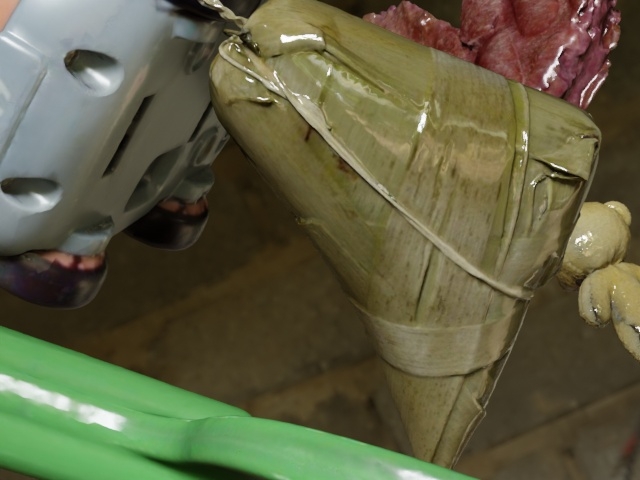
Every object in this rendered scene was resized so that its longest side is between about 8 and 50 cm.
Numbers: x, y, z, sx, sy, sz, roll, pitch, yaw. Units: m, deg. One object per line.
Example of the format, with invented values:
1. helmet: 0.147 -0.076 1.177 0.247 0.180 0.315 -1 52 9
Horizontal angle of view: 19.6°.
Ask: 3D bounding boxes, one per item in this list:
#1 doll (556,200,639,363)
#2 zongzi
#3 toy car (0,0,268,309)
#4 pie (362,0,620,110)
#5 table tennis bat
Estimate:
1. doll: 0.152 0.021 0.940 0.061 0.093 0.051 -16 -46 -37
2. zongzi: 0.000 0.000 0.742 0.081 0.189 0.178 -99 31 -73
3. toy car: -0.130 -0.110 0.876 0.180 0.212 0.270 -59 -9 21
4. pie: 0.089 -0.105 1.096 0.218 0.204 0.054 -28 -50 36
5. table tennis bat: -0.005 0.070 0.507 0.257 0.039 0.160 17 -15 6
